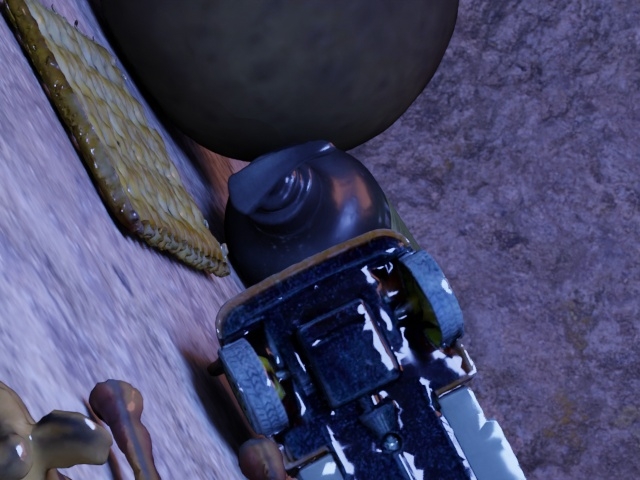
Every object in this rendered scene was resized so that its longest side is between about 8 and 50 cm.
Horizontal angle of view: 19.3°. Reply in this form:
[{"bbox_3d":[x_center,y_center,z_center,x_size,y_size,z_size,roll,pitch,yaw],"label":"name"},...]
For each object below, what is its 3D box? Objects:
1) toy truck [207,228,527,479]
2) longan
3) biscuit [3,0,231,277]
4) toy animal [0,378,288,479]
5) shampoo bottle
[{"bbox_3d":[0.044,0.132,0.833,0.256,0.108,0.140,63,-9,8],"label":"toy truck"},{"bbox_3d":[-0.030,-0.158,1.209,0.246,0.246,0.215,56,18,-48],"label":"longan"},{"bbox_3d":[-0.098,-0.051,0.934,0.144,0.016,0.203,61,5,8],"label":"biscuit"},{"bbox_3d":[-0.032,0.092,0.504,0.149,0.054,0.275,58,4,9],"label":"toy animal"},{"bbox_3d":[0.000,0.000,1.188,0.101,0.101,0.284,62,4,20],"label":"shampoo bottle"}]
